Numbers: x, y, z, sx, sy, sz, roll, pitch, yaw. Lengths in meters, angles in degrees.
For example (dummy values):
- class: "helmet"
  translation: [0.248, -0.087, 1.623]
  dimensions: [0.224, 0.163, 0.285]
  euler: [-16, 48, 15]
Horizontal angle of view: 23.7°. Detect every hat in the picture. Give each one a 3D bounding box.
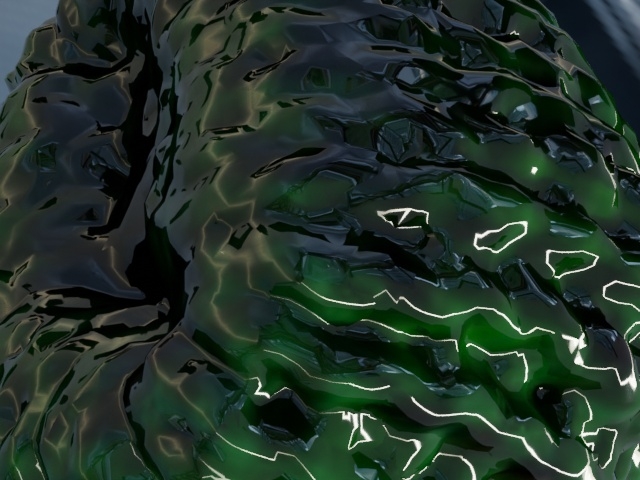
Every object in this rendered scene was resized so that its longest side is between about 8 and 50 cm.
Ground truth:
- class: "hat"
  translation: [0.049, 0.032, 0.544]
  dimensions: [0.332, 0.274, 0.242]
  euler: [26, 139, -35]
